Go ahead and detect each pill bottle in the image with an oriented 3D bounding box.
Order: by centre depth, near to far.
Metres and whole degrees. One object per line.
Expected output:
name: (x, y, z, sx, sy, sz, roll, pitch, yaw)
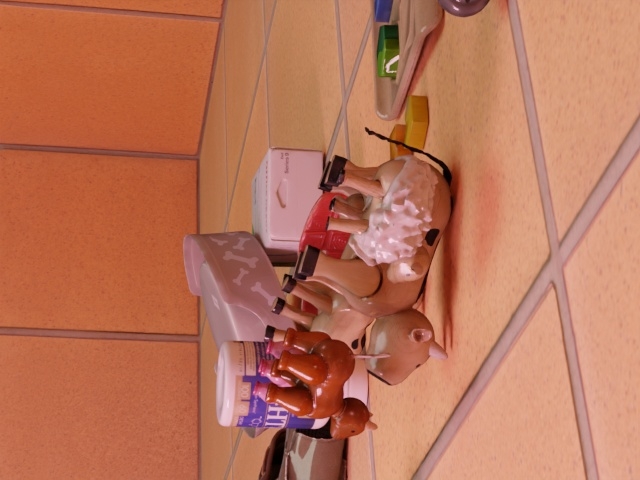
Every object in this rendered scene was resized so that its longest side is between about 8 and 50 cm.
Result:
pill bottle: (-0.038, 0.189, 1.717, 0.112, 0.187, 0.112, -177, 90, -80)

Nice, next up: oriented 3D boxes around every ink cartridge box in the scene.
ink cartridge box: (-0.056, -0.050, 2.153, 0.212, 0.093, 0.154, 125, 146, -75)

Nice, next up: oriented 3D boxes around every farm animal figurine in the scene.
farm animal figurine: (0.055, 0.054, 1.368, 0.330, 0.172, 0.326, -98, 25, -77)

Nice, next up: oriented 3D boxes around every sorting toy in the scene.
sorting toy: (0.091, -0.238, 1.537, 0.229, 0.041, 0.307, 115, 156, -64)

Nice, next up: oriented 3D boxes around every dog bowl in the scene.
dog bowl: (-0.122, 0.143, 2.163, 0.349, 0.102, 0.348, 162, 90, -75)

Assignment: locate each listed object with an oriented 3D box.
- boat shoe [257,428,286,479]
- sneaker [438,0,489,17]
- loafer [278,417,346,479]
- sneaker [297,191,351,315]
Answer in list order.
boat shoe: (-0.039, 0.383, 1.879, 0.342, 0.123, 0.123, -97, 12, -68)
sneaker: (0.125, -0.289, 1.289, 0.106, 0.078, 0.234, 86, 174, -55)
loafer: (-0.012, 0.299, 1.806, 0.087, 0.094, 0.251, 100, 168, -55)
sneaker: (0.000, 0.000, 1.854, 0.128, 0.087, 0.221, -104, 20, -53)
